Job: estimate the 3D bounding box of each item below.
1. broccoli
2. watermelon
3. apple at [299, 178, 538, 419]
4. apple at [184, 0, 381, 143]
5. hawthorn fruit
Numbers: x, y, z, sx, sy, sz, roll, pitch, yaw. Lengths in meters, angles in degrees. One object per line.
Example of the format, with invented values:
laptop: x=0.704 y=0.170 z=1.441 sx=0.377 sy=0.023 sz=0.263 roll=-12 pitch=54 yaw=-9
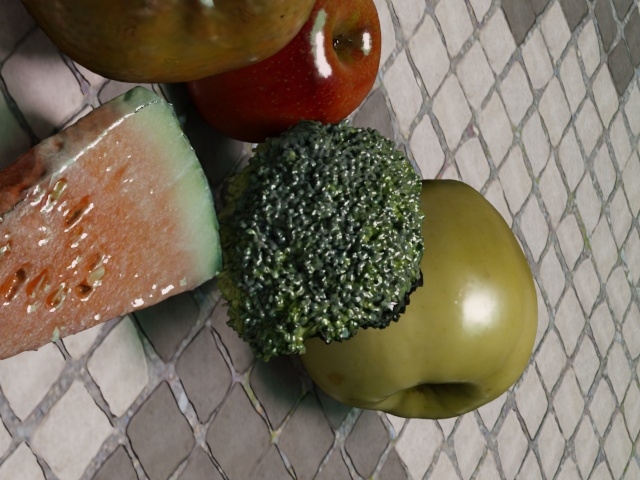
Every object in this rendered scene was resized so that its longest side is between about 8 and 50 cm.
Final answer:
broccoli: x=0.000 y=0.000 z=1.336 sx=0.176 sy=0.198 sz=0.226 roll=-130 pitch=-118 yaw=-82
watermelon: x=-0.213 y=-0.001 z=1.190 sx=0.256 sy=0.139 sz=0.193 roll=-40 pitch=125 yaw=-39
apple: x=0.097 y=0.060 z=1.512 sx=0.262 sy=0.262 sz=0.262 roll=7 pitch=82 yaw=-55
apple: x=-0.039 y=-0.180 z=1.407 sx=0.181 sy=0.168 sz=0.181 roll=-7 pitch=99 yaw=-54
hawthorn fruit: x=-0.136 y=-0.260 z=1.200 sx=0.267 sy=0.301 sz=0.268 roll=-2 pitch=95 yaw=-22
